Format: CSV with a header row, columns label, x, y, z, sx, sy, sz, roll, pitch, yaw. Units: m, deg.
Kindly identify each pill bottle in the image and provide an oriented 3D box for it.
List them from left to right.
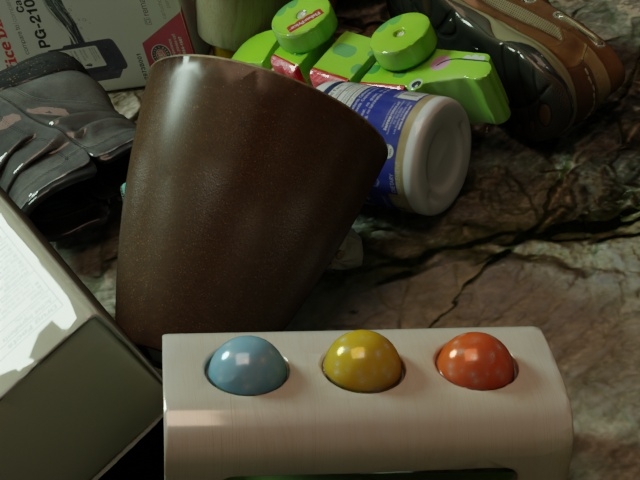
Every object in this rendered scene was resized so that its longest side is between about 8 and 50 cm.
label,x,y,z,sx,sy,sz,roll,pitch,yaw
pill bottle,0.037,-0.092,1.336,0.187,0.112,0.112,12,44,32

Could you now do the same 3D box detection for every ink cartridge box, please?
label,x,y,z,sx,sy,sz,roll,pitch,yaw
ink cartridge box,-0.263,-0.263,1.612,0.237,0.172,0.100,-6,37,11

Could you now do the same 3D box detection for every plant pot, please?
label,x,y,z,sx,sy,sz,roll,pitch,yaw
plant pot,-0.080,-0.002,1.178,0.215,0.215,0.230,10,73,30

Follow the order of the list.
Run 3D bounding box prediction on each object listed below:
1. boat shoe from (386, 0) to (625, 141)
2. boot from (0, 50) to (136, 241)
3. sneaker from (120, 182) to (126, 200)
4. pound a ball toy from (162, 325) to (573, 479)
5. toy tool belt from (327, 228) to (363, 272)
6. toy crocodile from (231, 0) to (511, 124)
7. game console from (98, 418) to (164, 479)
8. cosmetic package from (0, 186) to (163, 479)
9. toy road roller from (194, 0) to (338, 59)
label,x,y,z,sx,sy,sz,roll,pitch,yaw
boat shoe,0.183,-0.210,1.451,0.120,0.122,0.324,-23,45,-20
boot,-0.333,-0.064,1.408,0.338,0.118,0.223,-32,45,-16
sneaker,-0.142,-0.007,1.314,0.065,0.076,0.166,-32,40,-22
pound a ball toy,0.054,0.143,0.953,0.319,0.135,0.208,-1,32,-6
toy tool belt,0.000,0.000,1.278,0.051,0.052,0.083,-19,35,-21
toy crocodile,0.041,-0.164,1.430,0.340,0.115,0.105,16,57,38
game console,-0.175,0.240,1.029,0.361,0.044,0.213,-30,37,-21
cosmetic package,-0.258,0.063,1.104,0.153,0.129,0.296,-41,45,-5
toy road roller,-0.005,-0.348,1.624,0.241,0.202,0.329,4,37,7
